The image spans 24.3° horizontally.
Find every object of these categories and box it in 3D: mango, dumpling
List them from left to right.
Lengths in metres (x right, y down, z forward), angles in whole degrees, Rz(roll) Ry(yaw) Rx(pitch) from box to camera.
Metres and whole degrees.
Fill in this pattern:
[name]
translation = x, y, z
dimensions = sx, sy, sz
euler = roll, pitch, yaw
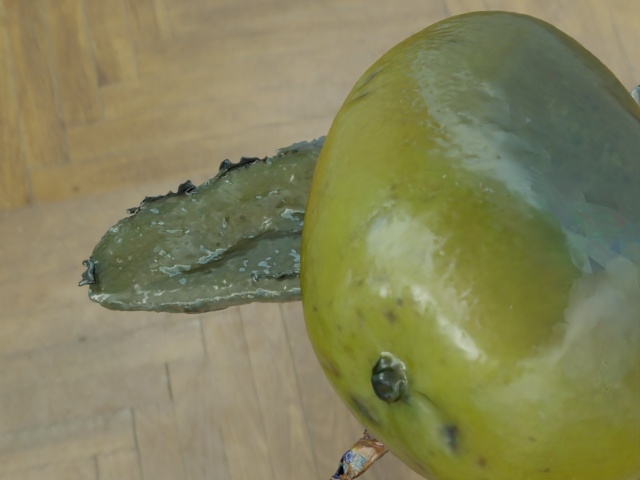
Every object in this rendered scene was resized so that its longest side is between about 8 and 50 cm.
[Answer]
[dumpling]
translation = 0.000, 0.005, 1.101
dimensions = 0.332, 0.086, 0.166
euler = 2, 42, 6
[mango]
translation = 0.117, -0.008, 0.888
dimensions = 0.253, 0.182, 0.365
euler = 17, 48, -10

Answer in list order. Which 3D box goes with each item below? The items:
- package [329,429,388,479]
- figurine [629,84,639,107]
[package]
translation = 0.057, 0.247, 1.749
dimensions = 0.111, 0.077, 0.033
euler = -43, 92, -17
[figurine]
translation = 0.381, -0.152, 1.665
dimensions = 0.110, 0.245, 0.138
euler = -20, 64, -28
